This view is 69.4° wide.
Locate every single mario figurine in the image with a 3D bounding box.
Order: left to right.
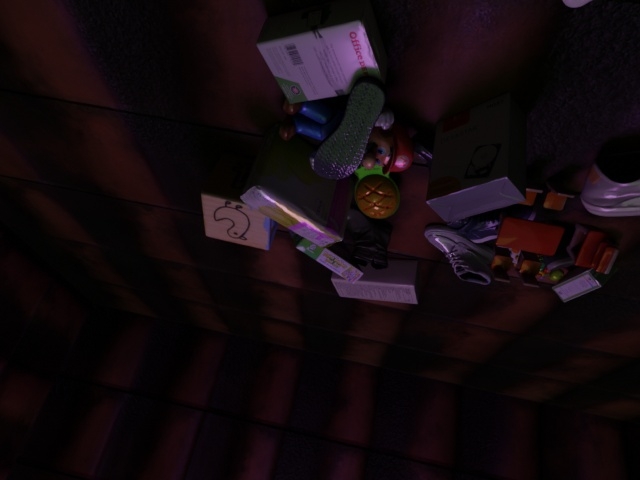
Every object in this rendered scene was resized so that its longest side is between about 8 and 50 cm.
[{"bbox_3d":[0.059,-0.232,1.070,0.321,0.170,0.198,20,-179,3],"label":"mario figurine"}]

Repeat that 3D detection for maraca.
[{"bbox_3d":[0.153,-0.141,1.280,0.127,0.099,0.185,-5,122,16],"label":"maraca"}]

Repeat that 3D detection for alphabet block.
[{"bbox_3d":[-0.218,-0.115,1.357,0.197,0.193,0.192,13,138,3],"label":"alphabet block"}]

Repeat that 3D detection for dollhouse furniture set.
[{"bbox_3d":[0.577,-0.001,1.158,0.259,0.135,0.261,10,115,2],"label":"dollhouse furniture set"}]

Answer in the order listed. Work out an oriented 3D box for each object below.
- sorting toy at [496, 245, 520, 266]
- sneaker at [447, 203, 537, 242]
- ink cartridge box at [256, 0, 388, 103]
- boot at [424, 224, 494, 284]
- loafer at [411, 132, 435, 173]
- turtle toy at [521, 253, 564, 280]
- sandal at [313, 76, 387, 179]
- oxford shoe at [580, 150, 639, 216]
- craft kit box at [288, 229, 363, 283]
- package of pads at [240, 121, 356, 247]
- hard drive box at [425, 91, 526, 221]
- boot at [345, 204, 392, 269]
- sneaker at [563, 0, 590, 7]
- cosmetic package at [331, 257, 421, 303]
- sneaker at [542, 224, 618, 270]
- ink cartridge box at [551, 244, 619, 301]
[{"bbox_3d":[0.594,0.043,1.471,0.075,0.044,0.083,21,157,29],"label":"sorting toy"},{"bbox_3d":[0.456,-0.070,1.275,0.164,0.086,0.226,28,148,-25],"label":"sneaker"},{"bbox_3d":[0.010,-0.376,0.925,0.220,0.092,0.160,-1,149,24],"label":"ink cartridge box"},{"bbox_3d":[0.438,0.049,1.453,0.258,0.123,0.095,21,150,-13],"label":"boot"},{"bbox_3d":[0.297,-0.188,1.146,0.223,0.076,0.078,27,141,-29],"label":"loafer"},{"bbox_3d":[0.703,0.088,1.464,0.130,0.066,0.095,11,151,6],"label":"turtle toy"},{"bbox_3d":[0.067,-0.229,0.982,0.097,0.054,0.254,28,131,-8],"label":"sandal"},{"bbox_3d":[0.782,-0.145,0.941,0.450,0.169,0.130,-5,124,32],"label":"oxford shoe"},{"bbox_3d":[0.000,0.000,1.465,0.250,0.246,0.061,34,103,-31],"label":"craft kit box"},{"bbox_3d":[-0.051,-0.136,1.237,0.297,0.229,0.101,32,146,-28],"label":"package of pads"},{"bbox_3d":[0.336,-0.175,0.991,0.181,0.232,0.089,-17,138,42],"label":"hard drive box"},{"bbox_3d":[0.116,-0.011,1.451,0.247,0.161,0.083,21,150,-13],"label":"boot"},{"bbox_3d":[0.454,-0.421,0.658,0.085,0.086,0.237,25,151,-22],"label":"sneaker"},{"bbox_3d":[0.212,0.146,1.739,0.310,0.113,0.160,3,149,18],"label":"cosmetic package"},{"bbox_3d":[0.721,0.002,1.303,0.222,0.118,0.083,-12,159,-13],"label":"sneaker"},{"bbox_3d":[0.812,0.104,1.388,0.062,0.109,0.209,52,152,12],"label":"ink cartridge box"}]
